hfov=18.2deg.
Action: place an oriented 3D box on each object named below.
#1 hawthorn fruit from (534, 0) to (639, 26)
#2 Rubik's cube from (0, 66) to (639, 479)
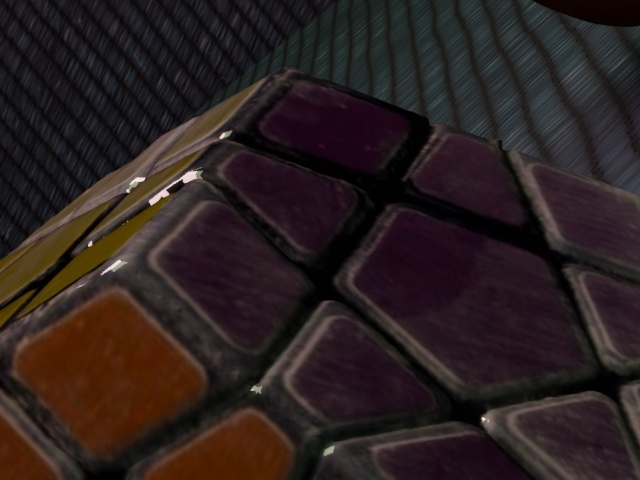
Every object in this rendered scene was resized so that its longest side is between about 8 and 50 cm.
[{"bbox_3d":[0.219,-0.307,1.272,0.403,0.403,0.403,-37,11,9],"label":"hawthorn fruit"},{"bbox_3d":[-0.008,0.110,0.604,0.319,0.319,0.264,-43,39,-18],"label":"Rubik's cube"}]
